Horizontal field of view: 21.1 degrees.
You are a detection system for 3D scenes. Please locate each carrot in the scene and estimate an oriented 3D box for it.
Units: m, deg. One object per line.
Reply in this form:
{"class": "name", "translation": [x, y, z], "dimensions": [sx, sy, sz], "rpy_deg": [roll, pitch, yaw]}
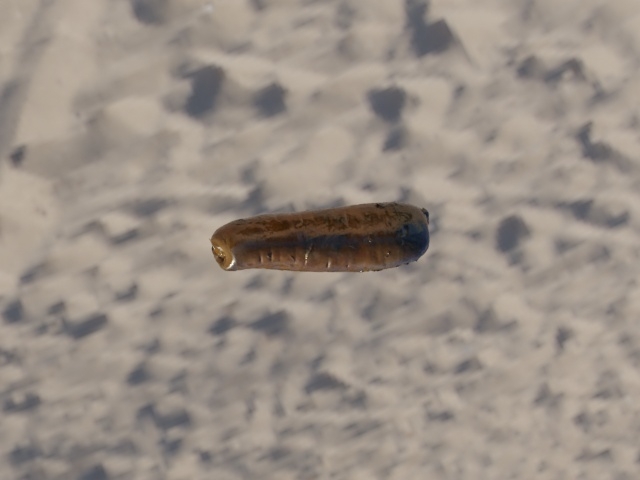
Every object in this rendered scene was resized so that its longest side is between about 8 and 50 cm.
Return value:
{"class": "carrot", "translation": [0.000, 0.000, 1.423], "dimensions": [0.186, 0.060, 0.060], "rpy_deg": [-4, 155, -9]}
